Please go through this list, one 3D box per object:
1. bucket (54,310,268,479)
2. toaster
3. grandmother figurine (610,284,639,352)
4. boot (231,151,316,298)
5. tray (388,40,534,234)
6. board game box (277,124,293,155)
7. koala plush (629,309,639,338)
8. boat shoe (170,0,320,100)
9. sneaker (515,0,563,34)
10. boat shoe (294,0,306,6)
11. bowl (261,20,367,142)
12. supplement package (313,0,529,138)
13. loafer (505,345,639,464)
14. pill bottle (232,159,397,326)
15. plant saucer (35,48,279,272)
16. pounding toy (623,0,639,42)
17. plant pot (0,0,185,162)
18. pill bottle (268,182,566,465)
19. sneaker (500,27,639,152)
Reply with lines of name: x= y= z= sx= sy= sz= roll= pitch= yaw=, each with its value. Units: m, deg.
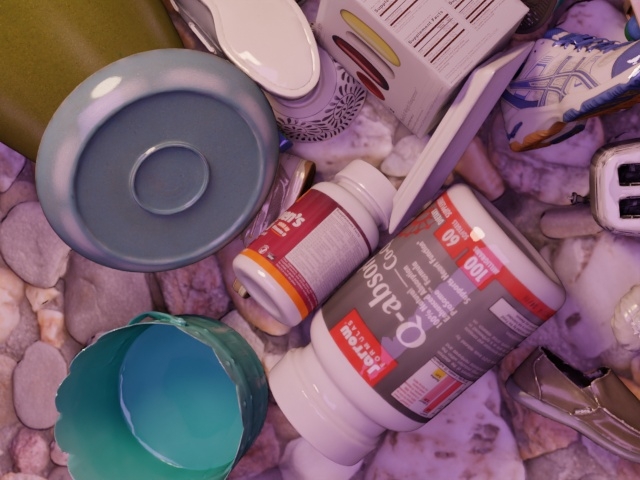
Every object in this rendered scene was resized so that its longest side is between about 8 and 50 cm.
bucket: x=-0.212 y=0.232 z=1.492 sx=0.281 sy=0.183 sz=0.281 roll=1 pitch=95 yaw=12
toaster: x=0.424 y=-0.068 z=1.340 sx=0.227 sy=0.146 sz=0.129 roll=-1 pitch=94 yaw=13
grandmother figurine: x=0.541 y=0.078 z=1.354 sx=0.342 sy=0.104 sz=0.207 roll=-10 pitch=84 yaw=11
boot: x=-0.119 y=-0.042 z=1.501 sx=0.165 sy=0.077 sz=0.213 roll=25 pitch=95 yaw=9
tray: x=0.167 y=-0.133 z=1.345 sx=0.030 sy=0.145 sz=0.270 roll=37 pitch=127 yaw=9
board game box: x=-0.156 y=-0.119 z=1.455 sx=0.201 sy=0.035 sz=0.136 roll=-39 pitch=79 yaw=7
koala plush: x=0.481 y=0.148 z=1.257 sx=0.196 sy=0.203 sz=0.221 roll=-22 pitch=90 yaw=3
boat shoe: x=-0.112 y=-0.296 z=1.424 sx=0.116 sy=0.099 sz=0.319 roll=-39 pitch=74 yaw=-14
sneaker: x=0.310 y=-0.413 z=1.316 sx=0.124 sy=0.178 sz=0.295 roll=28 pitch=130 yaw=9
boat shoe: x=-0.035 y=-0.362 z=1.450 sx=0.219 sy=0.078 sz=0.070 roll=-34 pitch=84 yaw=17
bowl: x=-0.026 y=-0.217 z=1.462 sx=0.170 sy=0.080 sz=0.170 roll=1 pitch=96 yaw=14
supplement package: x=0.117 y=-0.270 z=1.345 sx=0.203 sy=0.194 sz=0.149 roll=44 pitch=77 yaw=6
loafer: x=0.370 y=0.215 z=1.404 sx=0.251 sy=0.094 sz=0.087 roll=24 pitch=104 yaw=10
pill bottle: x=0.000 y=0.000 z=1.419 sx=0.121 sy=0.121 sz=0.221 roll=45 pitch=74 yaw=5
plant saucer: x=-0.193 y=-0.085 z=1.344 sx=0.318 sy=0.043 sz=0.317 roll=-13 pitch=125 yaw=-19
pounding toy: x=0.434 y=-0.223 z=1.292 sx=0.094 sy=0.206 sz=0.181 roll=-19 pitch=91 yaw=14
plant pot: x=-0.346 y=-0.260 z=1.383 sx=0.366 sy=0.366 sz=0.353 roll=-36 pitch=113 yaw=13
pill bottle: x=0.119 y=0.116 z=1.392 sx=0.363 sy=0.210 sz=0.210 roll=-44 pitch=85 yaw=13
sneaker: x=0.311 y=-0.207 z=1.303 sx=0.296 sy=0.112 sz=0.131 roll=-25 pitch=78 yaw=58
